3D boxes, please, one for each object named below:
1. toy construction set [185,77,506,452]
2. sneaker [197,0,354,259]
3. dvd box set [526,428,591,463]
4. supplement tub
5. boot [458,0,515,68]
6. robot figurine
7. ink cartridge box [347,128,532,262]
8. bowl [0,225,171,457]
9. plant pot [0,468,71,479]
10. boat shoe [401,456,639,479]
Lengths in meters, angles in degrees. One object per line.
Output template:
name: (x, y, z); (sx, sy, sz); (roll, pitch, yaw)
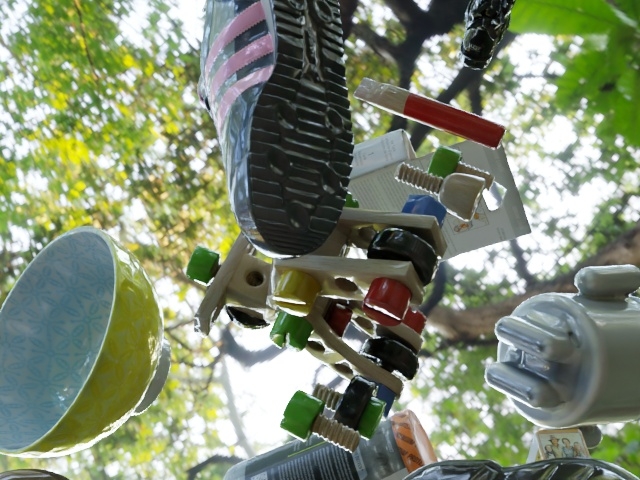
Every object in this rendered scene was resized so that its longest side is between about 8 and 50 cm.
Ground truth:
toy construction set: (0.000, 0.000, 0.896); (0.309, 0.237, 0.257); (-66, -14, -4)
sneaker: (-0.051, -0.114, 0.849); (0.112, 0.319, 0.131); (24, -36, -35)
dvd box set: (0.274, 0.456, 1.039); (0.062, 0.420, 0.308); (0, -52, -4)
supplement tub: (0.023, 0.388, 1.534); (0.316, 0.193, 0.193); (-24, -48, 11)
boot: (0.164, -0.228, 0.921); (0.045, 0.121, 0.099); (20, -40, 4)
robot figurine: (0.415, 0.180, 1.512); (0.353, 0.200, 0.300); (5, -75, -37)
ink cartridge box: (0.150, -0.059, 1.375); (0.239, 0.060, 0.275); (-19, -34, 11)
bowl: (-0.283, 0.144, 1.240); (0.156, 0.289, 0.289); (31, -78, -39)
plant pot: (-0.327, 0.385, 1.088); (0.263, 0.263, 0.229); (-12, -55, -24)
boat shoe: (0.190, 0.260, 0.871); (0.110, 0.307, 0.104); (-30, -81, -28)
